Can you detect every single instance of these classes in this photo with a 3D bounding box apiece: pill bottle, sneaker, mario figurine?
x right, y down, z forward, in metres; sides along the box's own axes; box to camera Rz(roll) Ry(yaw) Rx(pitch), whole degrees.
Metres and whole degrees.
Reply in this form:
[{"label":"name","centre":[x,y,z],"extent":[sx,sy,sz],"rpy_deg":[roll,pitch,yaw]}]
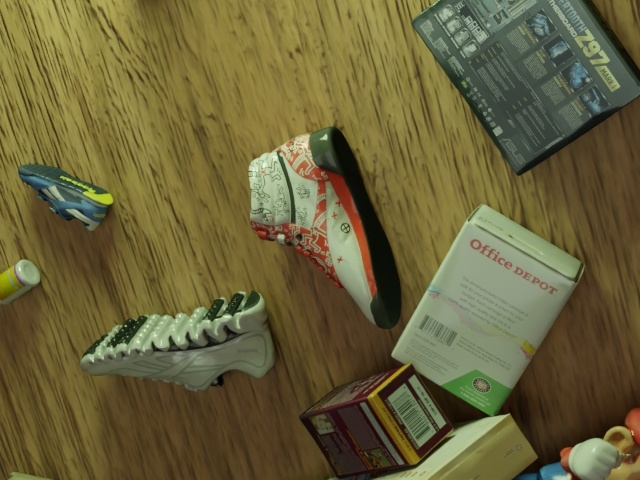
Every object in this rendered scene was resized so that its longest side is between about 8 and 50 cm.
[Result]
[{"label":"pill bottle","centre":[-0.447,0.065,1.821],"extent":[0.083,0.043,0.043],"rpy_deg":[-32,93,23]},{"label":"sneaker","centre":[-0.361,-0.061,1.752],"extent":[0.144,0.053,0.059],"rpy_deg":[26,114,11]},{"label":"sneaker","centre":[-0.198,0.159,1.736],"extent":[0.292,0.110,0.118],"rpy_deg":[-12,109,22]},{"label":"sneaker","centre":[0.000,-0.001,1.628],"extent":[0.145,0.090,0.270],"rpy_deg":[-18,95,23]},{"label":"mario figurine","centre":[0.333,0.325,1.555],"extent":[0.320,0.198,0.170],"rpy_deg":[-28,82,27]}]

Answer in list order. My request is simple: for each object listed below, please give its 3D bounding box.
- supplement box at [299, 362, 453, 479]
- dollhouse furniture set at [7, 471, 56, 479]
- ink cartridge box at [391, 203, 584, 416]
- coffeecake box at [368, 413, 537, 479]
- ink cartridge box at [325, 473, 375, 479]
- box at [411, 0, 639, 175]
[{"label":"supplement box","centre":[0.069,0.236,1.628],"extent":[0.104,0.081,0.188],"rpy_deg":[58,146,-4]},{"label":"dollhouse furniture set","centre":[-0.398,0.536,1.853],"extent":[0.286,0.198,0.303],"rpy_deg":[8,108,17]},{"label":"ink cartridge box","centre":[0.209,0.086,1.578],"extent":[0.154,0.093,0.212],"rpy_deg":[30,114,8]},{"label":"coffeecake box","centre":[0.159,0.289,1.578],"extent":[0.068,0.142,0.185],"rpy_deg":[58,156,-2]},{"label":"ink cartridge box","centre":[0.023,0.396,1.732],"extent":[0.179,0.045,0.145],"rpy_deg":[-24,115,20]},{"label":"box","centre":[0.248,-0.222,1.497],"extent":[0.183,0.059,0.233],"rpy_deg":[-36,91,24]}]
